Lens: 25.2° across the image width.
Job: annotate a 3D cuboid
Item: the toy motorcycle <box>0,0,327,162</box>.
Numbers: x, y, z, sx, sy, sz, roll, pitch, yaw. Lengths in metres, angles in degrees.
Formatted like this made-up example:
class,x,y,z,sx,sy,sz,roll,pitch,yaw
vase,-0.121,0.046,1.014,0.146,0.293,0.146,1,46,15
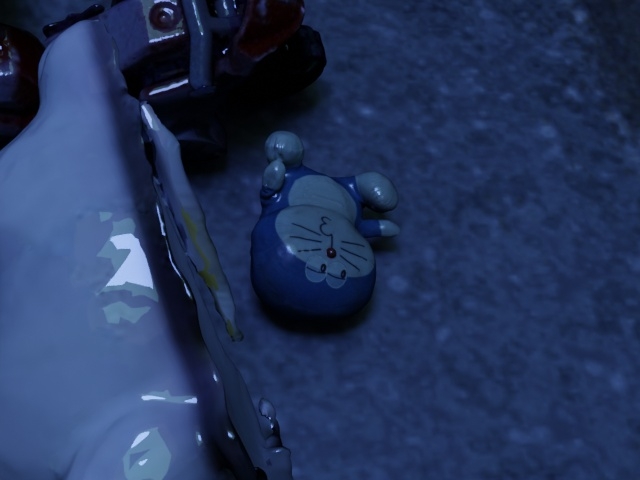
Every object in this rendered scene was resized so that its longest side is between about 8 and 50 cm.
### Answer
class,x,y,z,sx,sy,sz,roll,pitch,yaw
toy motorcycle,-0.095,-0.082,0.666,0.213,0.122,0.082,-10,71,-14

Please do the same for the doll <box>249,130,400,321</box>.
class,x,y,z,sx,sy,sz,roll,pitch,yaw
doll,0.000,0.000,0.664,0.076,0.050,0.083,18,51,-17

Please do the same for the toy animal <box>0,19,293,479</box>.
class,x,y,z,sx,sy,sz,roll,pitch,yaw
toy animal,-0.142,0.076,0.503,0.289,0.249,0.174,-38,24,8
